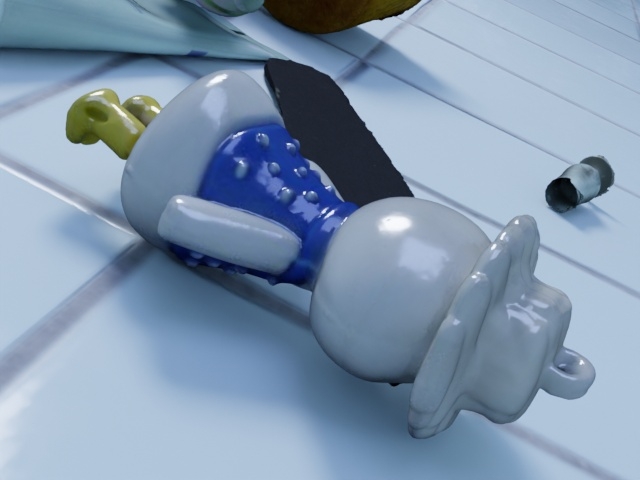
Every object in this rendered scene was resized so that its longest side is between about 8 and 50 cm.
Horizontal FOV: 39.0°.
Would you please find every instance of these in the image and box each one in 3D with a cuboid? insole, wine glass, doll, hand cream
[{"bbox_3d":[0.005,-0.074,0.689,0.110,0.012,0.309,12,29,-22],"label":"insole"},{"bbox_3d":[0.228,-0.047,0.801,0.039,0.042,0.083,48,39,12],"label":"wine glass"},{"bbox_3d":[0.000,0.000,0.454,0.293,0.119,0.138,28,21,20],"label":"doll"},{"bbox_3d":[-0.150,-0.180,0.712,0.109,0.067,0.320,36,24,23],"label":"hand cream"}]

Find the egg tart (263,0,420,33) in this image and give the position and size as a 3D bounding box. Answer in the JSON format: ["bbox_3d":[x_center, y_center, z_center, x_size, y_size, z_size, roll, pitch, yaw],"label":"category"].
[{"bbox_3d":[0.017,-0.313,0.938,0.215,0.215,0.171,31,42,11],"label":"egg tart"}]

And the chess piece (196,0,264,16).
[{"bbox_3d":[-0.101,-0.254,0.774,0.139,0.139,0.272,8,30,-29],"label":"chess piece"}]
